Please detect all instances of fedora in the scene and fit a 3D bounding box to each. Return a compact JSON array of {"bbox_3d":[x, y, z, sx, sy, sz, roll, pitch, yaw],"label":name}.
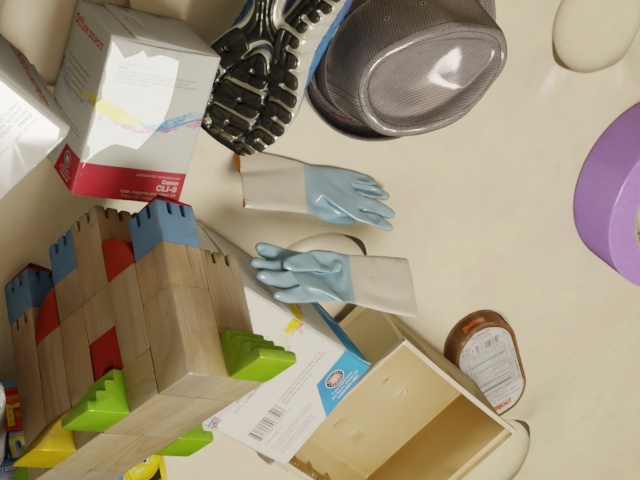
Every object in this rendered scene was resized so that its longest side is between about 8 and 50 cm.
[{"bbox_3d":[0.119,-0.215,1.454,0.275,0.124,0.244,-18,125,-18],"label":"fedora"}]

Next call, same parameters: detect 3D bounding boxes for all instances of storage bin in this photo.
[{"bbox_3d":[0.076,0.251,1.685,0.260,0.123,0.262,-44,126,9],"label":"storage bin"}]

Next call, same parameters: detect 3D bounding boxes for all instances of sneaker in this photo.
[{"bbox_3d":[-0.032,-0.229,1.352,0.130,0.147,0.330,37,125,2],"label":"sneaker"}]

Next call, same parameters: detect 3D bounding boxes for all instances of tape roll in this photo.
[{"bbox_3d":[0.499,-0.070,1.767,0.275,0.090,0.275,-13,122,-22],"label":"tape roll"}]

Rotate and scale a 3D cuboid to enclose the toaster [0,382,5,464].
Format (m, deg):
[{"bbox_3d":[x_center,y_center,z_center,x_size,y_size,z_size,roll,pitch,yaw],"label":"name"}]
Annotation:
[{"bbox_3d":[-0.407,0.208,1.269,0.227,0.129,0.146,-46,165,-42],"label":"toaster"}]

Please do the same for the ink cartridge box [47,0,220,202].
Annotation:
[{"bbox_3d":[-0.204,-0.148,1.316,0.127,0.128,0.176,6,115,-31],"label":"ink cartridge box"}]

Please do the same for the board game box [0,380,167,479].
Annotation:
[{"bbox_3d":[-0.329,0.314,1.435,0.308,0.086,0.302,-6,78,-26],"label":"board game box"}]

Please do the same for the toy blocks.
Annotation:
[{"bbox_3d":[-0.210,0.086,1.315,0.191,0.261,0.381,13,143,-42],"label":"toy blocks"}]

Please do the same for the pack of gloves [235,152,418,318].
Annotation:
[{"bbox_3d":[0.000,0.000,1.506,0.232,0.195,0.046,9,150,-32],"label":"pack of gloves"}]

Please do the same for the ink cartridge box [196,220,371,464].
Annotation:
[{"bbox_3d":[-0.098,0.125,1.507,0.171,0.168,0.232,-49,129,6],"label":"ink cartridge box"}]

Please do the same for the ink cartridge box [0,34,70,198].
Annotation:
[{"bbox_3d":[-0.385,-0.180,1.156,0.114,0.197,0.273,-45,128,4],"label":"ink cartridge box"}]

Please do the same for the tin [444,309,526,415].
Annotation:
[{"bbox_3d":[0.242,0.186,1.813,0.106,0.040,0.190,-26,127,-8],"label":"tin"}]
